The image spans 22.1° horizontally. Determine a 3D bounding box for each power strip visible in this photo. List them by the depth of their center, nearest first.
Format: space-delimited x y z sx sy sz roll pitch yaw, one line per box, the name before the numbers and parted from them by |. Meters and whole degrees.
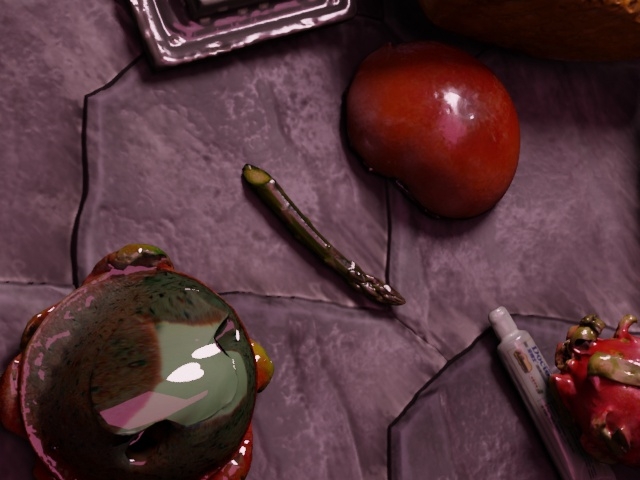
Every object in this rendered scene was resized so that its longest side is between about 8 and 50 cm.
power strip | -0.105 -0.337 1.824 0.257 0.092 0.251 -18 86 -21

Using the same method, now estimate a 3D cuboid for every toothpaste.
toothpaste | 0.259 0.189 1.853 0.067 0.037 0.255 -30 91 -31

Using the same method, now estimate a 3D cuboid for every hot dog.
hot dog | 0.250 -0.320 1.888 0.405 0.223 0.185 9 74 -29

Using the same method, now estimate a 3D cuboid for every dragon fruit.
dragon fruit | -0.176 0.146 1.649 0.295 0.130 0.268 -17 77 -24
dragon fruit | 0.341 0.164 1.796 0.172 0.166 0.160 24 31 -8

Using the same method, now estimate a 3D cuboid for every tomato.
tomato | 0.150 -0.143 1.863 0.228 0.112 0.199 34 64 -13

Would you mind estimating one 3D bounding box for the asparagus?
asparagus | 0.000 0.000 1.808 0.236 0.027 0.034 43 76 -5
